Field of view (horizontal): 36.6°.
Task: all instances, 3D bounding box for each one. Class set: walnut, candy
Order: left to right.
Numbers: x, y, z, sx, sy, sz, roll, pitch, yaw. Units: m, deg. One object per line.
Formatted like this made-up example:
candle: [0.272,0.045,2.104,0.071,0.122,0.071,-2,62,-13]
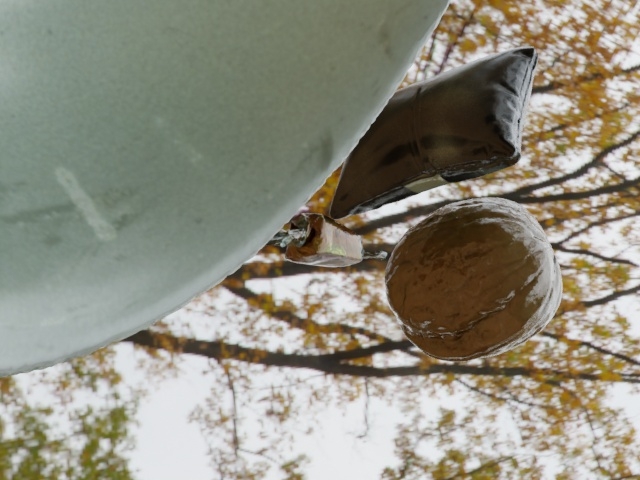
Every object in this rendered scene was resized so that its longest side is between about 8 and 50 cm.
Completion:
candy: [0.000,0.000,0.919,0.053,0.182,0.046,-11,-102,32]
walnut: [0.192,0.051,1.235,0.228,0.228,0.228,-1,-92,41]

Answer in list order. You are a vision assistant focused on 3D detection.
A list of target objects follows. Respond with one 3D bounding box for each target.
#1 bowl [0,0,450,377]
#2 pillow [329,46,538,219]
bowl: [-0.102,-0.174,0.392,0.196,0.435,0.435,35,-69,22]
pillow: [0.126,-0.123,1.109,0.250,0.106,0.186,-17,-141,35]
